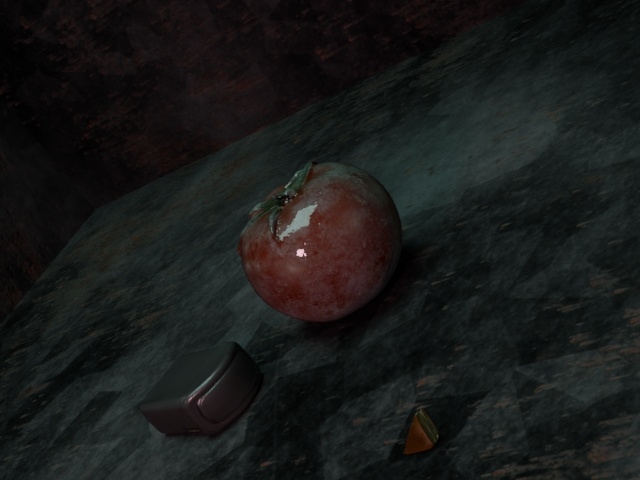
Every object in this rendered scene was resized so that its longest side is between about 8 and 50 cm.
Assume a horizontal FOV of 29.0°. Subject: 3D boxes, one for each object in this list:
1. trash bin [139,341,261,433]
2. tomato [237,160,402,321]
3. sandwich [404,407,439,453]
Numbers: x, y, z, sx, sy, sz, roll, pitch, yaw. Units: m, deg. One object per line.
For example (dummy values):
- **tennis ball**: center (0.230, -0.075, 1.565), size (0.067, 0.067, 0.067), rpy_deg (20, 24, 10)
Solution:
- **trash bin**: center (-0.227, 0.287, 2.382), size (0.236, 0.101, 0.177), rpy_deg (-16, 31, 50)
- **tomato**: center (0.000, 0.000, 2.348), size (0.316, 0.282, 0.317), rpy_deg (-36, 18, 14)
- **sandwich**: center (0.153, 0.288, 1.831), size (0.031, 0.044, 0.083), rpy_deg (-54, -18, -46)
